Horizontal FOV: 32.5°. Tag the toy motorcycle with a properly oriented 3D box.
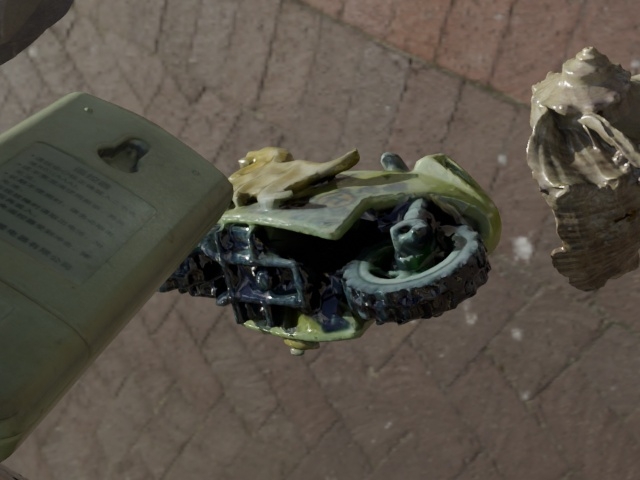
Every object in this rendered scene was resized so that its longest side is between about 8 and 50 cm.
[{"bbox_3d":[0.000,0.000,1.063,0.410,0.237,0.168,3,113,37],"label":"toy motorcycle"}]

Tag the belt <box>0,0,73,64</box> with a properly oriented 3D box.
[{"bbox_3d":[-0.460,-0.307,1.321,0.347,0.117,0.212,-17,75,20],"label":"belt"}]

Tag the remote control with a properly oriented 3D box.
[{"bbox_3d":[-0.113,0.001,0.440,0.098,0.233,0.038,31,118,1],"label":"remote control"}]

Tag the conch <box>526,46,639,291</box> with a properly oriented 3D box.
[{"bbox_3d":[0.258,-0.055,1.006,0.163,0.178,0.245,29,141,48],"label":"conch"}]

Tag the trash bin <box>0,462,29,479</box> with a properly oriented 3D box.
[{"bbox_3d":[-0.146,0.203,0.459,0.334,0.214,0.214,25,112,27],"label":"trash bin"}]
